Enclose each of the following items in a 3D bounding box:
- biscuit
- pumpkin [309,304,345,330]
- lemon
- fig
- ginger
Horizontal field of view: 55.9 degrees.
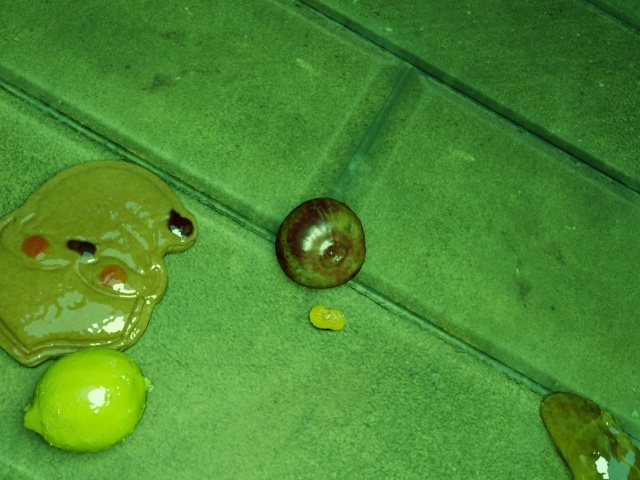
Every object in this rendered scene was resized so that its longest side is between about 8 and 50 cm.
[{"bbox_3d":[-0.461,0.032,1.178,0.349,0.078,0.455,22,61,0],"label":"biscuit"},{"bbox_3d":[0.010,0.166,1.258,0.083,0.028,0.050,16,60,-17],"label":"pumpkin"},{"bbox_3d":[-0.391,0.269,1.019,0.206,0.173,0.173,-9,67,-30],"label":"lemon"},{"bbox_3d":[-0.001,0.001,1.254,0.205,0.205,0.205,6,64,-12],"label":"fig"},{"bbox_3d":[0.558,0.450,1.197,0.165,0.172,0.321,26,48,-48],"label":"ginger"}]
